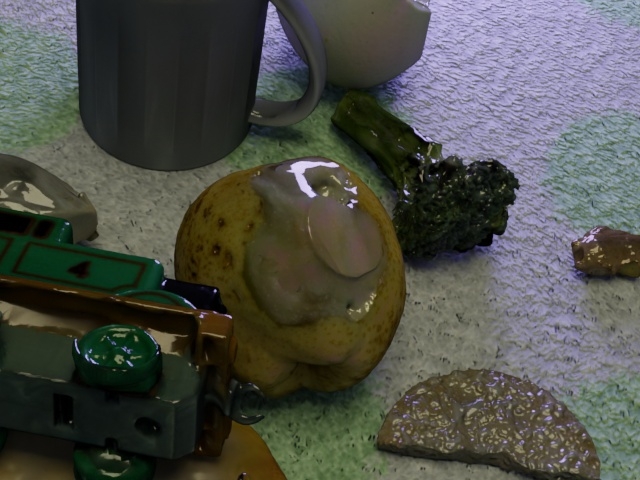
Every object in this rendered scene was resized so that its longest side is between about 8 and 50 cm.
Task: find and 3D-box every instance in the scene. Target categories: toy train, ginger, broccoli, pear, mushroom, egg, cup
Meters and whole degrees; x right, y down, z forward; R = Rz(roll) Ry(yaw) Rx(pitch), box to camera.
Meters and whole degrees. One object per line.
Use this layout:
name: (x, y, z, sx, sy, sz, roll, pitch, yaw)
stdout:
toy train: (-0.255, 0.096, 1.348, 0.429, 0.178, 0.249, 10, 38, 4)
ginger: (0.397, 0.021, 1.706, 0.173, 0.051, 0.069, 8, 53, 1)
broccoli: (0.110, -0.101, 1.724, 0.165, 0.145, 0.304, -18, 43, -27)
pear: (-0.031, 0.042, 1.514, 0.271, 0.271, 0.271, 4, 50, -5)
mushroom: (-0.435, -0.064, 1.627, 0.351, 0.097, 0.109, 17, 47, 11)
egg: (0.054, -0.289, 1.844, 0.206, 0.162, 0.271, -13, 12, 11)
cup: (-0.144, -0.267, 1.683, 0.322, 0.327, 0.237, 14, 50, 1)

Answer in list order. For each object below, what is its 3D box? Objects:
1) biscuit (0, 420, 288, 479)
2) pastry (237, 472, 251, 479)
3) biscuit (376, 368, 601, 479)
biscuit: (-0.243, 0.285, 1.356, 0.446, 0.104, 0.429, 32, 54, 21)
pastry: (-0.129, 0.291, 1.225, 0.250, 0.102, 0.154, 8, 53, -1)
biscuit: (0.192, 0.201, 1.537, 0.250, 0.032, 0.133, 10, 49, 1)
